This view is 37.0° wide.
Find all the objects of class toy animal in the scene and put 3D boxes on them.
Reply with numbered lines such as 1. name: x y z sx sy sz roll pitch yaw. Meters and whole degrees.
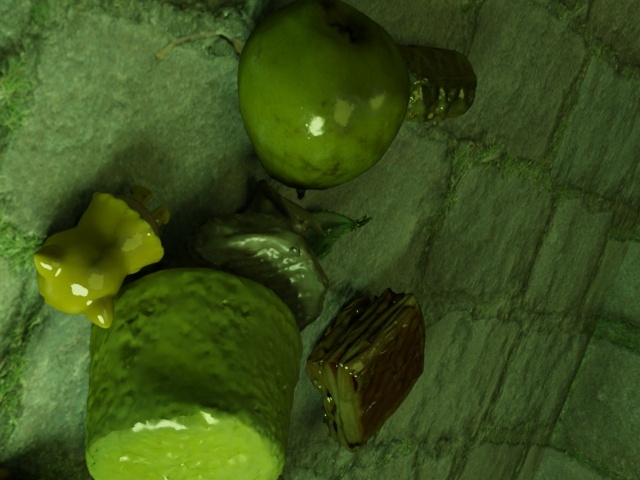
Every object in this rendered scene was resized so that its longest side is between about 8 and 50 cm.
1. toy animal: -0.317 0.011 1.424 0.230 0.156 0.156 -55 145 -35

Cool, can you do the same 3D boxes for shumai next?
1. shumai: -0.135 0.031 1.669 0.314 0.262 0.267 -32 119 22

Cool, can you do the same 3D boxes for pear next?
1. pear: -0.002 -0.221 1.596 0.287 0.287 0.375 -27 144 -40

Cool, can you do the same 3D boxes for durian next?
1. durian: 0.000 0.000 1.852 0.215 0.100 0.086 -41 141 -20

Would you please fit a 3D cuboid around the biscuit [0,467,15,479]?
1. biscuit: -0.550 0.464 1.488 0.182 0.034 0.215 -15 123 -52

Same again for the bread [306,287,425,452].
1. bread: 0.096 0.266 2.071 0.277 0.167 0.325 -43 148 -28

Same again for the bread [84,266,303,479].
1. bread: -0.196 0.239 1.478 0.348 0.308 0.348 -2 130 -3

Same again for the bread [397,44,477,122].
1. bread: 0.215 -0.313 1.919 0.267 0.130 0.152 -10 109 -48

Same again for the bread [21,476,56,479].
1. bread: -0.438 0.541 1.479 0.300 0.210 0.341 -8 118 -60

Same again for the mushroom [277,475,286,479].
1. mushroom: -0.168 0.527 1.791 0.315 0.315 0.356 13 103 -53
